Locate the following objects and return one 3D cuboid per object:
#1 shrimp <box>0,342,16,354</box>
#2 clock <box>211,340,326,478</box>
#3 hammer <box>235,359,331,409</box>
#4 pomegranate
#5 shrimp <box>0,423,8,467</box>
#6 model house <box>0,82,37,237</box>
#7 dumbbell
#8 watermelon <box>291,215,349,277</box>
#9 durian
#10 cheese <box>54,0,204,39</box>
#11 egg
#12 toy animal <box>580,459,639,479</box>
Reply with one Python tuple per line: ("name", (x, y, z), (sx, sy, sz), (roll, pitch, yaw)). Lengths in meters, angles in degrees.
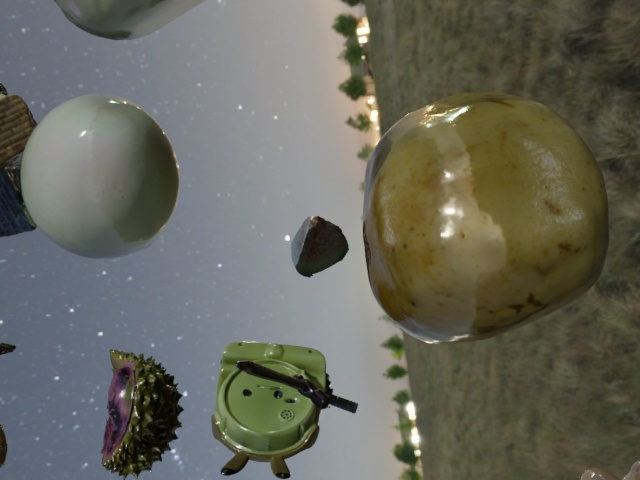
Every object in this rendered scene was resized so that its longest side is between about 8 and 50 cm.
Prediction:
("shrimp", (-0.732, 0.207, 1.221), (0.133, 0.236, 0.053), (41, 126, 52))
("clock", (-0.079, 0.256, 0.922), (0.232, 0.170, 0.069), (-85, 1, -52))
("hammer", (-0.046, 0.167, 0.745), (0.021, 0.065, 0.178), (-56, -34, -6))
("pomegranate", (0.205, -0.021, 0.787), (0.332, 0.332, 0.333), (-8, -90, -83))
("shrimp", (-0.830, 0.416, 1.454), (0.287, 0.152, 0.063), (54, -150, 9))
("model house", (-0.674, -0.171, 1.302), (0.261, 0.266, 0.321), (-44, -36, -35))
("dumbbell", (-0.056, 0.249, 1.079), (0.081, 0.254, 0.082), (18, -90, -80))
("watermelon", (-0.004, 0.007, 1.110), (0.081, 0.094, 0.180), (44, -169, 19))
("durian", (-0.244, 0.238, 0.882), (0.108, 0.119, 0.187), (-43, 43, 52))
("cheese", (-0.123, -0.288, 0.567), (0.127, 0.233, 0.266), (61, -146, -22))
("egg", (-0.398, -0.118, 1.130), (0.345, 0.283, 0.283), (120, 149, -59))
("toy animal", (0.535, 0.481, 1.073), (0.198, 0.171, 0.171), (124, 149, -49))
